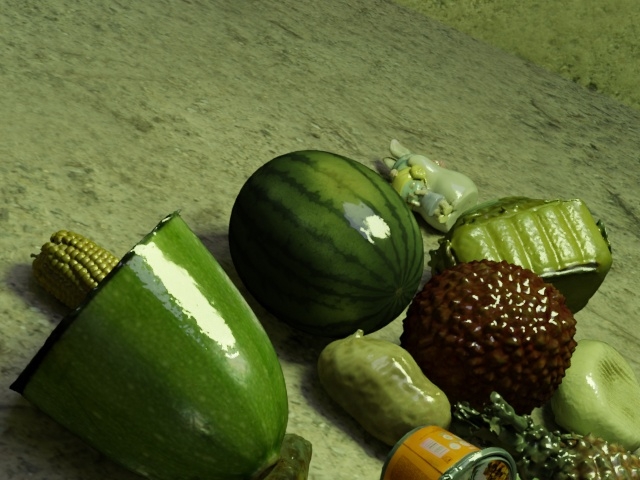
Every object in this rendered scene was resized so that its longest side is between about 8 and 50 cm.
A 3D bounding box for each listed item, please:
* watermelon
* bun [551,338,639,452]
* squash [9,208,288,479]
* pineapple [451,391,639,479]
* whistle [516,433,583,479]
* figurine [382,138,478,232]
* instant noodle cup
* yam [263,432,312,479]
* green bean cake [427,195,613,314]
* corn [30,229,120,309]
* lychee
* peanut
[{"bbox_3d":[0.000,0.000,1.878,0.279,0.279,0.359,-4,35,-44],"label":"watermelon"},{"bbox_3d":[0.458,0.271,1.988,0.222,0.127,0.222,40,34,-35],"label":"bun"},{"bbox_3d":[-0.169,0.169,1.492,0.309,0.310,0.310,41,29,-3],"label":"squash"},{"bbox_3d":[0.350,0.326,1.679,0.361,0.175,0.175,40,25,-19],"label":"pineapple"},{"bbox_3d":[0.371,0.355,1.828,0.258,0.067,0.126,2,37,-34],"label":"whistle"},{"bbox_3d":[0.195,-0.118,2.404,0.235,0.127,0.155,35,39,25],"label":"figurine"},{"bbox_3d":[0.161,0.332,1.606,0.177,0.208,0.125,-43,47,-18],"label":"instant noodle cup"},{"bbox_3d":[-0.069,0.347,1.474,0.067,0.071,0.317,0,26,14],"label":"yam"},{"bbox_3d":[0.341,0.042,2.155,0.310,0.285,0.202,-9,65,-15],"label":"green bean cake"},{"bbox_3d":[-0.291,0.084,1.683,0.310,0.101,0.101,34,30,13],"label":"corn"},{"bbox_3d":[0.263,0.160,1.858,0.276,0.304,0.275,11,66,-25],"label":"lychee"},{"bbox_3d":[0.098,0.221,1.756,0.224,0.129,0.129,39,31,16],"label":"peanut"}]
